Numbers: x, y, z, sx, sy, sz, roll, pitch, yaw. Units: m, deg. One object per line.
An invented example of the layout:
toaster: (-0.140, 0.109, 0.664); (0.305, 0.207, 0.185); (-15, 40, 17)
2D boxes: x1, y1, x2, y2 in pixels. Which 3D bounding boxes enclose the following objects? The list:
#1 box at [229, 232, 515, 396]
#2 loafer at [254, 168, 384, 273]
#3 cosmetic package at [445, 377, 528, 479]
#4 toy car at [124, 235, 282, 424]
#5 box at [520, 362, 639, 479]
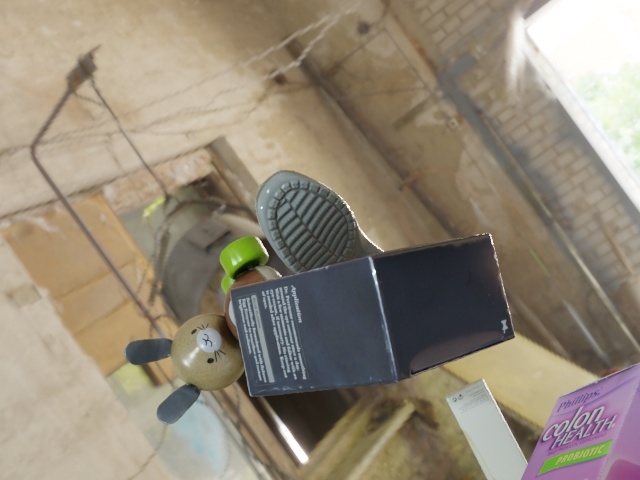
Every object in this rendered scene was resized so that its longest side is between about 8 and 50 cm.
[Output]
box: (0.041, 0.059, 0.686); (0.158, 0.093, 0.156); (-15, -4, 43)
loafer: (0.000, 0.000, 0.960); (0.094, 0.087, 0.251); (-49, -44, -3)
cosmetic package: (0.164, 0.192, 0.823); (0.041, 0.115, 0.060); (-28, -12, 6)
toy car: (-0.116, 0.115, 0.957); (0.188, 0.155, 0.149); (-27, -20, -16)
box: (0.261, 0.264, 0.677); (0.243, 0.213, 0.117); (-51, 4, -37)
